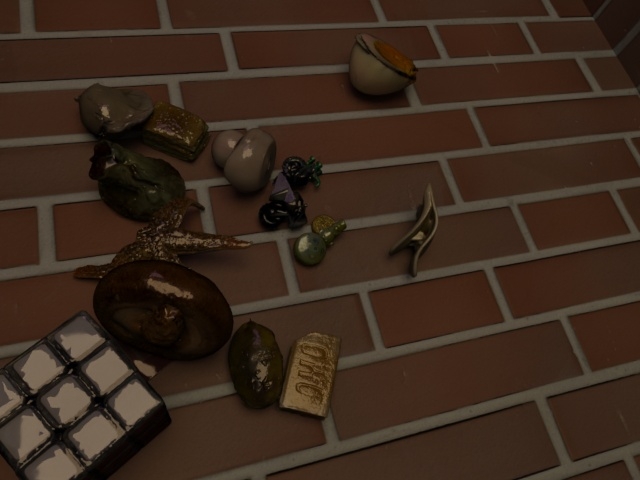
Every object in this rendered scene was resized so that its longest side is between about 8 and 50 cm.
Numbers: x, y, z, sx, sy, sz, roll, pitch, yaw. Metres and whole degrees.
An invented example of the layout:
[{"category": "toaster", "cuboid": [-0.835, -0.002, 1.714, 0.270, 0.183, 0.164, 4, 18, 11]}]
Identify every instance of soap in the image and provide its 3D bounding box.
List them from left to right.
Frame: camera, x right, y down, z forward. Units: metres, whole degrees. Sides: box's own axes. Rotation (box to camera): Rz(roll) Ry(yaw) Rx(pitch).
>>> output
[{"category": "soap", "cuboid": [-0.029, 0.374, 1.501, 0.140, 0.073, 0.231, 16, 61, -6]}]

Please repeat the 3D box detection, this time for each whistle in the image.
[{"category": "whistle", "cuboid": [0.000, 0.000, 1.692, 0.198, 0.057, 0.104, -38, 96, -20]}]

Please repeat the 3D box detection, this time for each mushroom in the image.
[{"category": "mushroom", "cuboid": [-0.393, 0.186, 1.368, 0.345, 0.345, 0.239, 38, 52, 7]}]

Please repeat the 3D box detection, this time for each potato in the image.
[{"category": "potato", "cuboid": [-0.178, 0.335, 1.460, 0.150, 0.113, 0.251, -13, 71, 6]}]

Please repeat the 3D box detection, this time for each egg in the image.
[{"category": "egg", "cuboid": [0.218, -0.645, 2.015, 0.264, 0.174, 0.287, 50, 38, 16]}]

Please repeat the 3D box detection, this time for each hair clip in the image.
[{"category": "hair clip", "cuboid": [0.324, -0.022, 1.735, 0.113, 0.172, 0.282, 29, 71, 11]}]

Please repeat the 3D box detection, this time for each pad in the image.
[{"category": "pad", "cuboid": [-0.433, 0.231, 1.518, 0.300, 0.005, 0.202, -38, 77, -26]}]

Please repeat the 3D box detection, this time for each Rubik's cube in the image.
[{"category": "Rubik's cube", "cuboid": [-0.564, 0.397, 1.239, 0.301, 0.305, 0.304, 46, 62, 10]}]

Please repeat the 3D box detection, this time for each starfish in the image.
[{"category": "starfish", "cuboid": [-0.440, 0.036, 1.551, 0.384, 0.132, 0.398, 33, 65, 1]}]

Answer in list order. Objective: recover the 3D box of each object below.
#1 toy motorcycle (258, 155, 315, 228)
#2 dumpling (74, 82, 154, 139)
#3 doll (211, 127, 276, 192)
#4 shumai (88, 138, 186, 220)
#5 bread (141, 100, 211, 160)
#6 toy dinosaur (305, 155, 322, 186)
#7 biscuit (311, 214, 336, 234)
[{"category": "toy motorcycle", "cuboid": [-0.088, -0.146, 1.723, 0.159, 0.106, 0.270, 24, 68, 3]}, {"category": "dumpling", "cuboid": [-0.657, -0.400, 1.697, 0.205, 0.163, 0.293, -6, 33, -47]}, {"category": "doll", "cuboid": [-0.258, -0.270, 1.706, 0.221, 0.221, 0.251, 21, 35, -2]}, {"category": "shumai", "cuboid": [-0.542, -0.189, 1.593, 0.272, 0.203, 0.221, -4, 66, -19]}, {"category": "bread", "cuboid": [-0.473, -0.357, 1.746, 0.197, 0.102, 0.138, 24, 64, -2]}, {"category": "toy dinosaur", "cuboid": [-0.043, -0.231, 1.811, 0.096, 0.059, 0.132, -35, 68, -17]}, {"category": "biscuit", "cuboid": [0.012, -0.045, 1.744, 0.084, 0.023, 0.083, 5, 63, -10]}]
